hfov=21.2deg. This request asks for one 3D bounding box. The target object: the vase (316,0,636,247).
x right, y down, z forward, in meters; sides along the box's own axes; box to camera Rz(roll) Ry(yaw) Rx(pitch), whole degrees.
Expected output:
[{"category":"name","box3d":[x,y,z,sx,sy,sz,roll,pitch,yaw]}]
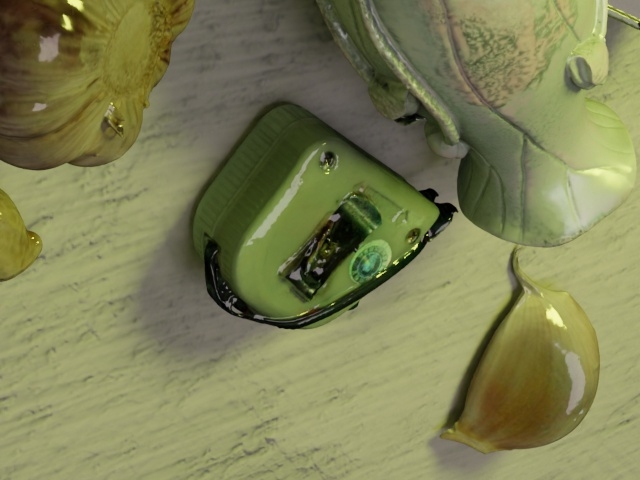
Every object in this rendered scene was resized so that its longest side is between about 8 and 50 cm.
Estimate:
[{"category":"vase","box3d":[0.153,-0.178,1.558,0.250,0.250,0.445,-42,141,-7]}]

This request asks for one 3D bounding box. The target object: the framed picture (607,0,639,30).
[{"category":"framed picture","box3d":[0.350,-0.345,1.693,0.209,0.019,0.281,22,106,-19]}]

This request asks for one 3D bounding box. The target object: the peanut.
[{"category":"peanut","box3d":[-0.306,-0.016,1.425,0.187,0.082,0.082,22,104,-46]}]

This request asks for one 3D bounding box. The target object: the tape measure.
[{"category":"tape measure","box3d":[0.000,0.000,1.652,0.235,0.115,0.207,32,95,-46]}]

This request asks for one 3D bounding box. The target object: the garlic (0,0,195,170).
[{"category":"garlic","box3d":[-0.206,-0.173,1.342,0.245,0.161,0.245,-47,148,-41]}]

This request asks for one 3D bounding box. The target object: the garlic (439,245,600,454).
[{"category":"garlic","box3d":[0.258,0.127,1.973,0.148,0.128,0.266,-4,112,-50]}]
